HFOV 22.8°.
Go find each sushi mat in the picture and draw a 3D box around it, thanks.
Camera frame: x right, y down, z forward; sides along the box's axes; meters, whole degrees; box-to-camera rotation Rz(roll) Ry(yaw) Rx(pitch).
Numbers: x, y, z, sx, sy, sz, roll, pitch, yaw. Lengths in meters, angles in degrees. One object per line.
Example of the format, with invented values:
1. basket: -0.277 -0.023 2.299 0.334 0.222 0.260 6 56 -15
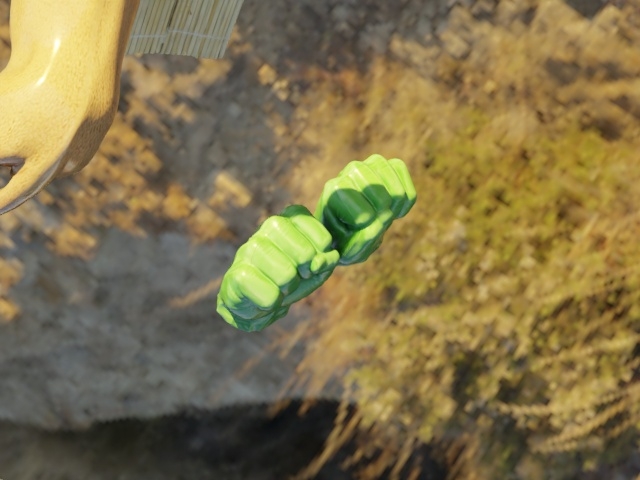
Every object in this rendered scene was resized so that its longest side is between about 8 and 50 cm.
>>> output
1. sushi mat: -0.111 -0.307 1.510 0.019 0.151 0.316 57 135 41

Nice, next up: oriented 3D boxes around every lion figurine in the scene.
1. lion figurine: -0.169 -0.159 1.044 0.142 0.392 0.240 3 -176 -35

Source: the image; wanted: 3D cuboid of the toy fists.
1. toy fists: 0.000 0.000 1.834 0.096 0.279 0.142 46 148 18

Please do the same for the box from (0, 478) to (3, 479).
1. box: -0.249 0.215 0.847 0.184 0.103 0.261 23 134 15
